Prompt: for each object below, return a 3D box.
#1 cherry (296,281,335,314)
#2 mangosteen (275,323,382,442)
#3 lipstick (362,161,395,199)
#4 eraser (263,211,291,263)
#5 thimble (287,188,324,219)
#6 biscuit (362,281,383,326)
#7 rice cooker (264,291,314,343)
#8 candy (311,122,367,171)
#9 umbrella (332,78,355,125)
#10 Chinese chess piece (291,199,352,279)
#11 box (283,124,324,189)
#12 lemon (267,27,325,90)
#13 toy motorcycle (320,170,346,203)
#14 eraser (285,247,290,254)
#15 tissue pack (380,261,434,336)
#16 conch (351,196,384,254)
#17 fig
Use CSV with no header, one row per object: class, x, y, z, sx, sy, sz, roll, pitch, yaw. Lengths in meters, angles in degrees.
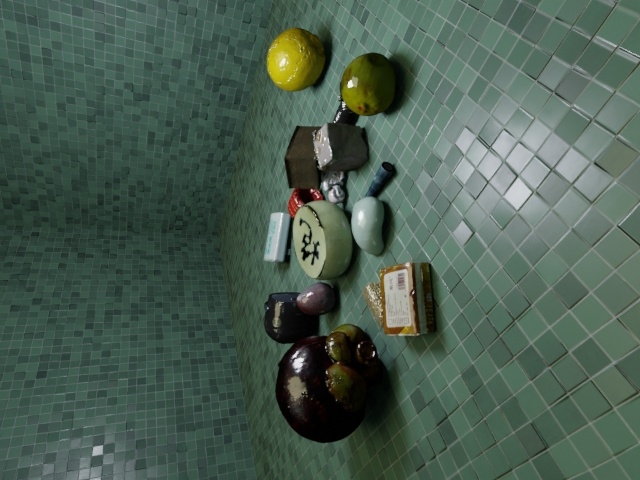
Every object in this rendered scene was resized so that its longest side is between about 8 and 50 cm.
cherry,-0.014,0.265,1.800,0.140,0.176,0.176,60,143,20
mangosteen,0.022,0.505,1.485,0.381,0.380,0.422,37,107,60
lipstick,0.201,-0.198,1.529,0.234,0.053,0.054,122,142,-48
eraser,-0.254,-0.013,2.372,0.189,0.104,0.290,176,103,-66
thimble,-0.070,-0.173,1.964,0.125,0.163,0.190,119,144,-46
biscuit,0.212,0.227,1.446,0.082,0.070,0.169,107,150,-45
rice cooker,-0.154,0.380,1.992,0.267,0.267,0.225,-163,75,-64
candy,0.078,-0.384,1.647,0.137,0.195,0.185,141,123,-60
umbrella,0.109,-0.562,1.692,0.358,0.113,0.106,117,147,-44
Chinese chess piece,0.000,0.000,1.758,0.349,0.146,0.350,30,125,58
box,-0.057,-0.377,1.815,0.184,0.143,0.273,82,-164,-45
lemon,-0.122,-0.895,2.007,0.297,0.296,0.297,-177,90,-64
toy motorcycle,0.050,-0.283,1.787,0.112,0.112,0.255,-36,57,59
eraser,-0.199,0.063,2.372,0.083,0.019,0.038,13,98,64
tissue pack,0.271,0.192,1.297,0.183,0.091,0.226,-27,65,61
conch,0.177,-0.054,1.517,0.185,0.120,0.221,-31,-60,-85
fig,0.172,-0.575,1.457,0.207,0.207,0.230,180,92,-64
